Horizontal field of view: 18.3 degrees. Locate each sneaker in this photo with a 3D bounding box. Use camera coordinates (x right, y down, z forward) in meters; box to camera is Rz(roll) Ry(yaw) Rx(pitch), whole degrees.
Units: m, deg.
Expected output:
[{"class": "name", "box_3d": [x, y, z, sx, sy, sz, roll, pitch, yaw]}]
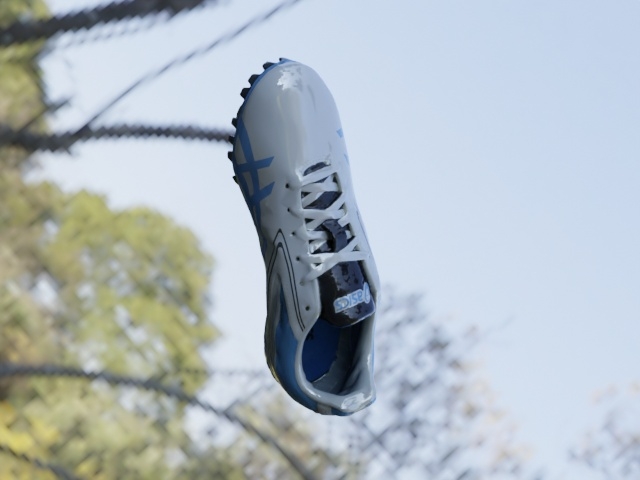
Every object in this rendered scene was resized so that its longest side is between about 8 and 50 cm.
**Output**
[{"class": "sneaker", "box_3d": [0.000, 0.000, 1.238, 0.086, 0.085, 0.237, 23, -52, 48]}]
